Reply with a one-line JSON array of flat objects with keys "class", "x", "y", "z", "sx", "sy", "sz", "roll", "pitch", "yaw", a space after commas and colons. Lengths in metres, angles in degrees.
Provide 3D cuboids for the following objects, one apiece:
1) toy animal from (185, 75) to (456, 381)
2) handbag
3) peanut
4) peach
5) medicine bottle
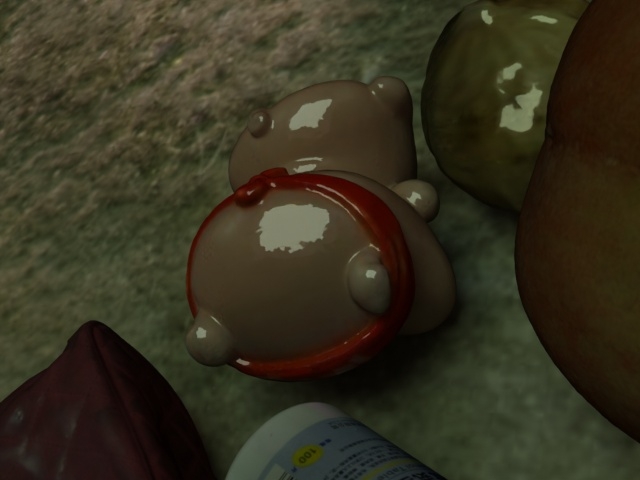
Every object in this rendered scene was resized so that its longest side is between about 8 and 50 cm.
[{"class": "toy animal", "x": 0.000, "y": 0.000, "z": 0.656, "sx": 0.171, "sy": 0.171, "sz": 0.198, "roll": -16, "pitch": 43, "yaw": 25}, {"class": "handbag", "x": -0.133, "y": 0.172, "z": 0.618, "sx": 0.135, "sy": 0.146, "sz": 0.225, "roll": -36, "pitch": 47, "yaw": 2}, {"class": "peanut", "x": 0.135, "y": -0.088, "z": 0.657, "sx": 0.140, "sy": 0.109, "sz": 0.159, "roll": -17, "pitch": 62, "yaw": 37}, {"class": "peach", "x": 0.205, "y": -0.016, "z": 0.460, "sx": 0.252, "sy": 0.252, "sz": 0.252, "roll": -18, "pitch": 50, "yaw": 23}, {"class": "medicine bottle", "x": 0.038, "y": 0.168, "z": 0.533, "sx": 0.186, "sy": 0.103, "sz": 0.103, "roll": 27, "pitch": 75, "yaw": 44}]
